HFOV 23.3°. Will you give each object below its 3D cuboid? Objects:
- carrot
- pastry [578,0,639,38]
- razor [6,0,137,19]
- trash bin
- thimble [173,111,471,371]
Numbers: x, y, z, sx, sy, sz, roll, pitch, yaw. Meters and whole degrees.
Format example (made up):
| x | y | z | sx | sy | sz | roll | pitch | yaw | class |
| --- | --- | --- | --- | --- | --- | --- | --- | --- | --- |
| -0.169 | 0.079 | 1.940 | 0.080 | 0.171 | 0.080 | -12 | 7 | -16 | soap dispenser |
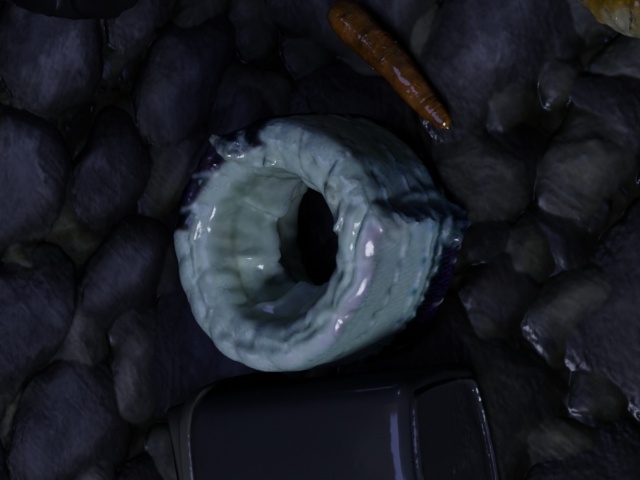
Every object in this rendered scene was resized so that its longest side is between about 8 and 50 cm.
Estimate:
| x | y | z | sx | sy | sz | roll | pitch | yaw | class |
| --- | --- | --- | --- | --- | --- | --- | --- | --- | --- |
| 0.062 | -0.153 | 1.345 | 0.165 | 0.035 | 0.036 | 48 | 122 | 24 | carrot |
| 0.251 | -0.244 | 1.138 | 0.182 | 0.093 | 0.192 | -9 | 89 | 43 | pastry |
| -0.239 | -0.384 | 1.526 | 0.189 | 0.107 | 0.327 | 26 | 111 | 37 | razor |
| -0.001 | 0.211 | 1.343 | 0.290 | 0.182 | 0.209 | -13 | 85 | 35 | trash bin |
| 0.000 | 0.000 | 1.337 | 0.237 | 0.150 | 0.237 | 4 | 97 | 38 | thimble |
